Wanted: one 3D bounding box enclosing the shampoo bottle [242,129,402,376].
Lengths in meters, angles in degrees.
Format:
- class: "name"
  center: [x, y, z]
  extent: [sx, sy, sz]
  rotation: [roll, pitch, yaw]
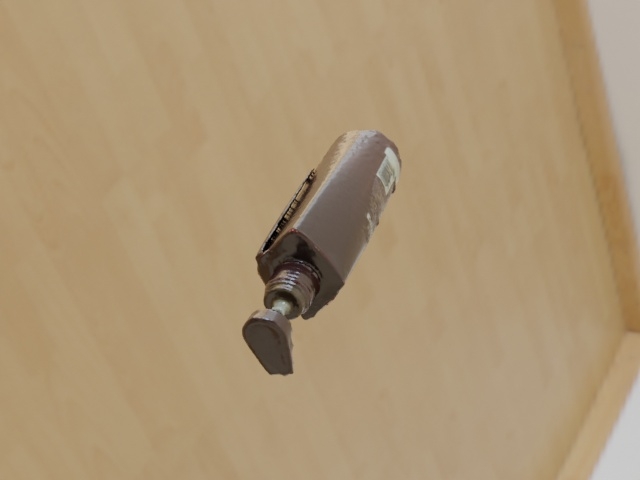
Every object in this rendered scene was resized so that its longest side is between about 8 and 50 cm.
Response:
- class: "shampoo bottle"
  center: [-0.001, 0.002, 0.957]
  extent: [0.068, 0.067, 0.236]
  rotation: [50, 37, -15]
